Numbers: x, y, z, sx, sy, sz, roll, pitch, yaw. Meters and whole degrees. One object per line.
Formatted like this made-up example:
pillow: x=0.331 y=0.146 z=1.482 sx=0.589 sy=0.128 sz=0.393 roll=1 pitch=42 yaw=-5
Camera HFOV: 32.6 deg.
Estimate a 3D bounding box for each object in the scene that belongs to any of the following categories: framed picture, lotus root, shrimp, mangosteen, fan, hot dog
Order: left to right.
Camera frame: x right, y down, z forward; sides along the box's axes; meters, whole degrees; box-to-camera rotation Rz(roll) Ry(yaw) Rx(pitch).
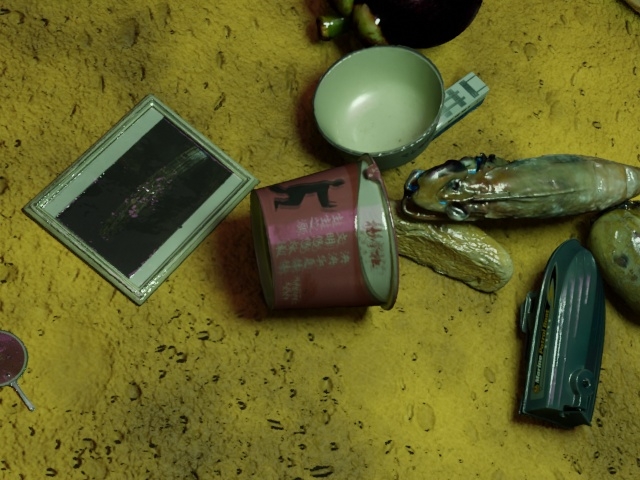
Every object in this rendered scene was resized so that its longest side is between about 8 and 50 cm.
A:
fan: x=-0.428 y=0.179 z=1.488 sx=0.085 sy=0.005 sz=0.133 roll=-33 pitch=76 yaw=-28
framed picture: x=-0.264 y=-0.071 z=1.655 sx=0.231 sy=0.018 sz=0.293 roll=38 pitch=60 yaw=4
mangosteen: x=0.122 y=-0.427 z=1.827 sx=0.302 sy=0.275 sz=0.275 roll=-33 pitch=75 yaw=4
hot dog: x=0.191 y=-0.001 z=1.717 sx=0.242 sy=0.084 sz=0.073 roll=23 pitch=59 yaw=-3
shrimp: x=0.322 y=-0.097 z=1.730 sx=0.446 sy=0.221 sz=0.110 roll=-6 pitch=107 yaw=-31
lotus root: x=0.538 y=0.056 z=1.754 sx=0.154 sy=0.154 sz=0.278 roll=-32 pitch=72 yaw=-27

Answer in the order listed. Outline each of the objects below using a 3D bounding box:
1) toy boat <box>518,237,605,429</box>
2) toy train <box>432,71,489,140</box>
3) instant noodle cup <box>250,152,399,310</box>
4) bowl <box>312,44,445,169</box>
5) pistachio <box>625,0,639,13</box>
toy boat: x=0.371 y=0.137 z=1.676 sx=0.114 sy=0.122 sz=0.296 roll=21 pitch=69 yaw=-30
toy train: x=0.187 y=-0.201 z=1.834 sx=0.234 sy=0.051 sz=0.052 roll=-37 pitch=75 yaw=-28
instant noodle cup: x=0.000 y=0.000 z=1.590 sx=0.178 sy=0.235 sz=0.235 roll=-8 pitch=67 yaw=-9
bowl: x=0.097 y=-0.199 z=1.752 sx=0.211 sy=0.112 sz=0.211 roll=-4 pitch=64 yaw=8
pistachio: x=0.636 y=-0.532 z=2.063 sx=0.318 sy=0.214 sz=0.193 roll=46 pitch=103 yaw=17
